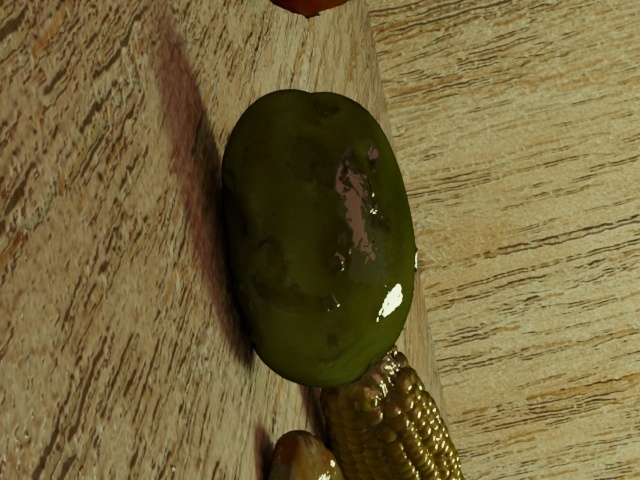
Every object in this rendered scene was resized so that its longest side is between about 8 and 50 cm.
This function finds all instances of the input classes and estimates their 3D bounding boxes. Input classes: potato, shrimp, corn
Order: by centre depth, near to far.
[{"bbox_3d":[0.000,0.000,1.490,0.186,0.148,0.253,-94,171,-55],"label":"potato"},{"bbox_3d":[-0.011,0.231,1.533,0.187,0.051,0.132,55,37,-58],"label":"shrimp"},{"bbox_3d":[0.078,0.229,1.908,0.347,0.130,0.130,69,12,-45],"label":"corn"}]

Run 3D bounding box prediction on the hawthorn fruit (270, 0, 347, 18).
[{"bbox_3d":[-0.010,-0.296,1.914,0.172,0.148,0.148,112,-28,-71],"label":"hawthorn fruit"}]
